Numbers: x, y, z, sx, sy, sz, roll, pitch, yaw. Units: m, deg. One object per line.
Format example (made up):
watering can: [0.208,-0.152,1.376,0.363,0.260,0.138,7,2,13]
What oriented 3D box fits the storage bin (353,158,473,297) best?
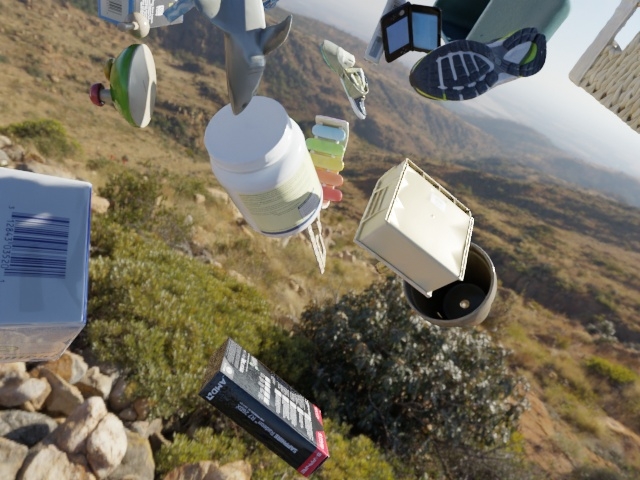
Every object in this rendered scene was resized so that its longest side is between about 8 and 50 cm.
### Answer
storage bin: [0.256,-0.040,1.168,0.262,0.123,0.260,36,51,-14]

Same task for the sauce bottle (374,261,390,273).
sauce bottle: [0.247,0.073,1.527,0.042,0.128,0.042,33,38,-31]

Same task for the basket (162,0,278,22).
basket: [-0.179,-0.546,0.881,0.201,0.289,0.254,47,-14,-35]

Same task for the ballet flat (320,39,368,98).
ballet flat: [0.076,-0.485,1.243,0.213,0.068,0.072,42,49,-51]

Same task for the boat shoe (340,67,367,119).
boat shoe: [0.149,-0.551,1.671,0.183,0.083,0.065,58,26,-29]

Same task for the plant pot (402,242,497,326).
plant pot: [0.511,0.195,1.656,0.280,0.323,0.323,41,9,-48]

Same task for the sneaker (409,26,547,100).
sneaker: [0.298,-0.336,0.877,0.299,0.111,0.121,-17,13,-19]

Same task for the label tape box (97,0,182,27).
label tape box: [-0.417,-0.694,1.132,0.105,0.241,0.334,21,34,6]

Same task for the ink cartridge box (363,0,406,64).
ink cartridge box: [0.153,-0.496,1.067,0.045,0.145,0.179,25,20,2]

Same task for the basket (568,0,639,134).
basket: [0.845,-0.445,1.016,0.331,0.328,0.266,-12,57,-26]

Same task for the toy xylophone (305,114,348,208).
toy xylophone: [-0.027,-0.258,1.490,0.236,0.323,0.081,7,-7,11]

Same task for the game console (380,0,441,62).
game console: [0.197,-0.441,0.959,0.071,0.107,0.122,59,-2,30]

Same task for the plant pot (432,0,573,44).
plant pot: [0.472,-0.594,1.125,0.252,0.248,0.247,10,46,-23]

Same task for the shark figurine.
shark figurine: [-0.141,-0.351,0.651,0.116,0.166,0.278,-7,80,-39]

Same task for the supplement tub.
supplement tub: [-0.136,-0.176,1.131,0.235,0.325,0.236,-6,61,10]

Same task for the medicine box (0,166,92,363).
medicine box: [-0.524,0.061,0.795,0.149,0.289,0.264,7,63,-36]

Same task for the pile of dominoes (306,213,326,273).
pile of dominoes: [0.000,0.000,1.753,0.040,0.251,0.196,-10,33,10]

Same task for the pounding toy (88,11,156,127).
pounding toy: [-0.452,-0.378,0.991,0.110,0.237,0.183,6,32,-5]

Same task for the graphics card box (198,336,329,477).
graphics card box: [-0.150,0.445,1.211,0.371,0.094,0.233,43,3,-11]
